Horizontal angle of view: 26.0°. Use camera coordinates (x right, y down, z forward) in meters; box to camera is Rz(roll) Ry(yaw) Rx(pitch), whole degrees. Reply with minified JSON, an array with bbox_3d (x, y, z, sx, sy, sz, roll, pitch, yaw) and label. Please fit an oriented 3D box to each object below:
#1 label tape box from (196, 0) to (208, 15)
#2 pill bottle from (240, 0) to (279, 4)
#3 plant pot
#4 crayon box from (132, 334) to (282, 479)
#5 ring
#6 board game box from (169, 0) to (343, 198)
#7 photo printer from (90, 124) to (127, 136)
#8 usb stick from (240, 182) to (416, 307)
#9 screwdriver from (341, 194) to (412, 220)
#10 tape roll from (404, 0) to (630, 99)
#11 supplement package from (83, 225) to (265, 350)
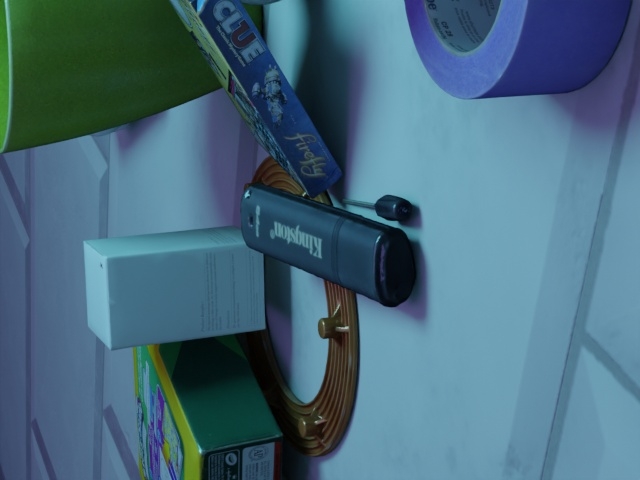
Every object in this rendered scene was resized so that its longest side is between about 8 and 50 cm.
[{"bbox_3d":[0.019,-0.342,1.008,0.333,0.106,0.240,125,153,-43],"label":"label tape box"},{"bbox_3d":[-0.086,-0.340,1.410,0.208,0.118,0.117,-118,30,-45],"label":"pill bottle"},{"bbox_3d":[-0.224,-0.243,1.543,0.275,0.294,0.274,174,90,-69],"label":"plant pot"},{"bbox_3d":[-0.144,0.261,1.692,0.313,0.106,0.363,-119,25,-46],"label":"crayon box"},{"bbox_3d":[-0.039,0.071,1.517,0.336,0.032,0.336,174,90,-69],"label":"ring"},{"bbox_3d":[-0.075,-0.170,1.362,0.243,0.042,0.165,58,175,-34],"label":"board game box"},{"bbox_3d":[-0.324,-0.296,2.036,0.307,0.107,0.256,152,111,-68],"label":"photo printer"},{"bbox_3d":[0.000,0.000,1.329,0.278,0.045,0.077,21,123,57],"label":"usb stick"},{"bbox_3d":[0.051,-0.033,1.291,0.170,0.025,0.024,-160,65,-76],"label":"screwdriver"},{"bbox_3d":[0.130,-0.193,0.954,0.189,0.080,0.189,173,90,-68],"label":"tape roll"},{"bbox_3d":[-0.162,0.049,1.535,0.105,0.179,0.105,-152,59,-64],"label":"supplement package"}]
